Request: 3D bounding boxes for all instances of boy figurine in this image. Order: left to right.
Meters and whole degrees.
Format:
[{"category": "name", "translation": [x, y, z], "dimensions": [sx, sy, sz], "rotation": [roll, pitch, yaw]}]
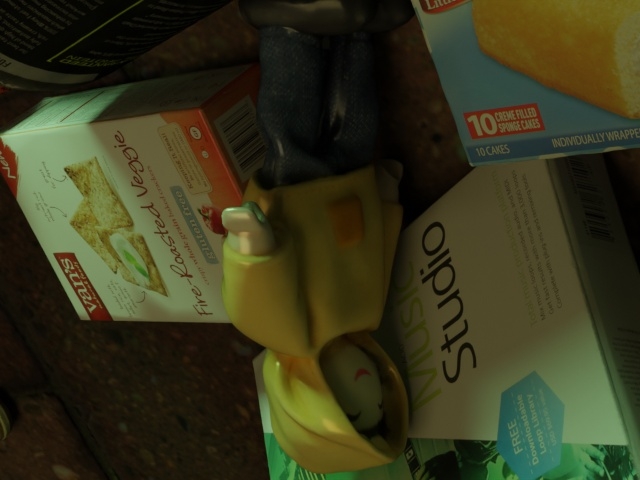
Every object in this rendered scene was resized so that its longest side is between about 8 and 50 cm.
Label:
[{"category": "boy figurine", "translation": [0.000, 0.000, 0.823], "dimensions": [0.092, 0.177, 0.285], "rotation": [2, 96, 30]}]

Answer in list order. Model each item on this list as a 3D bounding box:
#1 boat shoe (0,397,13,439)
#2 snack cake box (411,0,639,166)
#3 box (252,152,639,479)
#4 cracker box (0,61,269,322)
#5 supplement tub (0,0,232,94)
[{"category": "boat shoe", "translation": [-0.363, 0.142, 1.255], "dimensions": [0.190, 0.072, 0.068], "rotation": [19, 130, 19]}, {"category": "snack cake box", "translation": [0.180, -0.135, 0.701], "dimensions": [0.264, 0.089, 0.152], "rotation": [-5, 122, 33]}, {"category": "box", "translation": [0.074, 0.108, 0.870], "dimensions": [0.058, 0.232, 0.322], "rotation": [9, 145, -32]}, {"category": "cracker box", "translation": [-0.106, -0.025, 0.957], "dimensions": [0.232, 0.067, 0.156], "rotation": [-2, 121, 45]}, {"category": "supplement tub", "translation": [-0.113, -0.208, 0.755], "dimensions": [0.338, 0.207, 0.207], "rotation": [-23, 108, 40]}]
